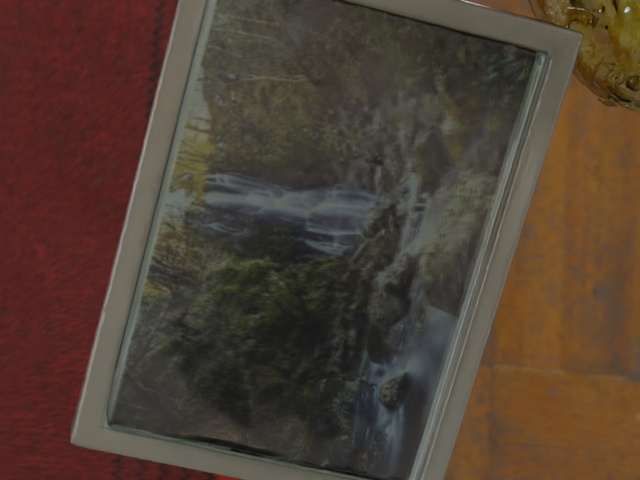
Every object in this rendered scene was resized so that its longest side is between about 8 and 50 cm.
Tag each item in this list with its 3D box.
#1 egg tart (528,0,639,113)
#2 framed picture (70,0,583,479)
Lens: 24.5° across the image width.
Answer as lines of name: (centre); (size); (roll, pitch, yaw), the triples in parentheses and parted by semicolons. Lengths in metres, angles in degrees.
egg tart: (0.227, -0.198, 0.964); (0.094, 0.234, 0.234); (-15, 87, -32)
framed picture: (0.000, 0.000, 0.885); (0.240, 0.020, 0.324); (15, 105, -10)
